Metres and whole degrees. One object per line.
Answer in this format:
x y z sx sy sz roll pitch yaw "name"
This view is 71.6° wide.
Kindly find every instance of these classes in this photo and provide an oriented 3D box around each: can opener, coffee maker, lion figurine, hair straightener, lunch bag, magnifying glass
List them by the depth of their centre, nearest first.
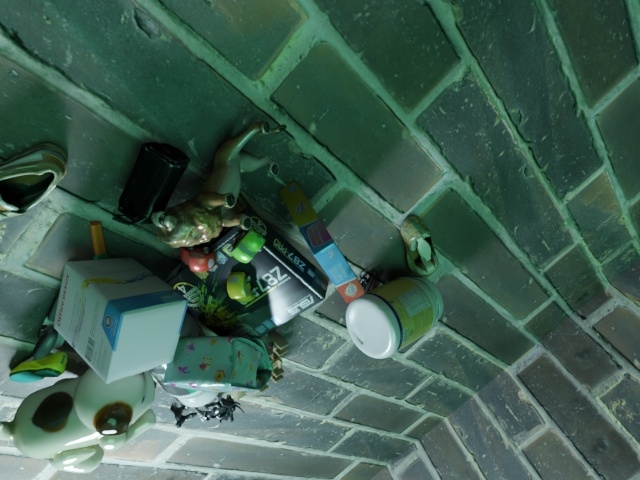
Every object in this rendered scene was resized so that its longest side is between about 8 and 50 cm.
-0.408 -0.136 1.084 0.120 0.171 0.178 24 112 -20 "coffee maker"
-0.247 -0.144 1.121 0.142 0.240 0.393 52 54 -37 "lion figurine"
-0.606 0.054 1.224 0.092 0.026 0.231 -28 137 -45 "magnifying glass"
-0.737 0.220 1.269 0.074 0.093 0.281 19 111 -38 "can opener"
-0.284 0.361 1.299 0.223 0.160 0.262 -4 160 19 "lunch bag"
0.167 0.196 1.723 0.088 0.047 0.231 0 126 -27 "hair straightener"

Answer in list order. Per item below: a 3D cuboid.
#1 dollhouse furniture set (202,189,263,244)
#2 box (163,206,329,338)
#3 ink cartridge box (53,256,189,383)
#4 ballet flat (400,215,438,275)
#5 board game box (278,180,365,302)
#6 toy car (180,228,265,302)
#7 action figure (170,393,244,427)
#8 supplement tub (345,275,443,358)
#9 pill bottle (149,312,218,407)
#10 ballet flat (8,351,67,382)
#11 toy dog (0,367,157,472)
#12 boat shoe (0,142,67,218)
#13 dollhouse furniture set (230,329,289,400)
-0.236 0.014 1.302 0.197 0.151 0.302 -32 133 1 "dollhouse furniture set"
-0.224 0.127 1.273 0.394 0.097 0.318 -34 115 30 "box"
-0.526 0.192 1.164 0.197 0.269 0.198 -5 119 -56 "ink cartridge box"
0.386 0.054 1.672 0.123 0.123 0.349 -30 134 -1 "ballet flat"
0.000 0.000 1.297 0.064 0.317 0.242 -32 133 1 "board game box"
-0.225 0.054 1.126 0.239 0.053 0.225 39 125 -16 "toy car"
-0.433 0.638 1.723 0.275 0.141 0.164 -11 130 2 "action figure"
0.285 0.275 1.672 0.331 0.241 0.241 -17 135 -40 "supplement tub"
-0.457 0.383 1.456 0.204 0.204 0.361 -22 133 -9 "pill bottle"
-0.842 0.378 1.336 0.230 0.077 0.077 -16 139 26 "ballet flat"
-0.660 0.463 1.280 0.407 0.285 0.395 -29 141 23 "toy dog"
-0.716 -0.108 0.999 0.302 0.103 0.113 -34 133 3 "boat shoe"
-0.265 0.464 1.695 0.242 0.161 0.212 -24 138 -38 "dollhouse furniture set"
